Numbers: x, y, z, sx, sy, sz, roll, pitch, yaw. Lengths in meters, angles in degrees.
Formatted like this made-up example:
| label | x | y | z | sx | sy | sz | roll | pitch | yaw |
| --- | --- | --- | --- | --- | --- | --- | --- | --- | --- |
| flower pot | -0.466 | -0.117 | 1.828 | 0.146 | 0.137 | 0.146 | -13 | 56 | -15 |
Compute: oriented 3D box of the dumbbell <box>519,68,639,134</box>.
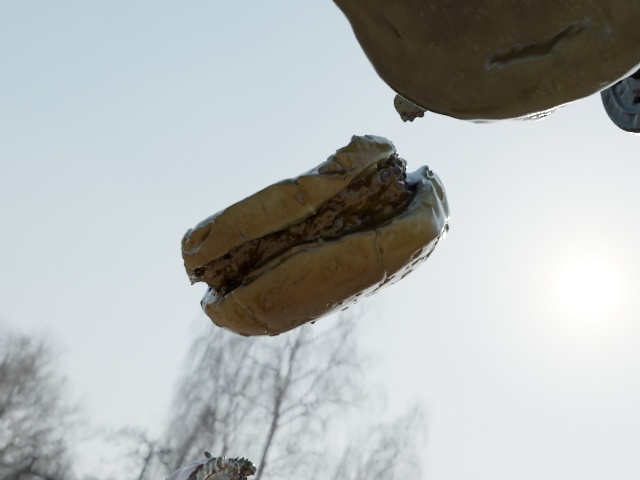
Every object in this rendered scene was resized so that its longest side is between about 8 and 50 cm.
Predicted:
| label | x | y | z | sx | sy | sz | roll | pitch | yaw |
| --- | --- | --- | --- | --- | --- | --- | --- | --- | --- |
| dumbbell | 0.265 | -0.180 | 0.997 | 0.325 | 0.143 | 0.143 | 4 | -20 | -21 |

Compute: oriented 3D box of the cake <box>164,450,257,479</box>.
| label | x | y | z | sx | sy | sz | roll | pitch | yaw |
| --- | --- | --- | --- | --- | --- | --- | --- | --- | --- |
| cake | -0.147 | 0.264 | 0.790 | 0.135 | 0.287 | 0.098 | -23 | -83 | 42 |

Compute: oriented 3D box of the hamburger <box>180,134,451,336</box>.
| label | x | y | z | sx | sy | sz | roll | pitch | yaw |
| --- | --- | --- | --- | --- | --- | --- | --- | --- | --- |
| hamburger | 0.001 | 0.000 | 0.992 | 0.259 | 0.283 | 0.145 | -28 | -87 | 12 |

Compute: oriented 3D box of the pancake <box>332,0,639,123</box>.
| label | x | y | z | sx | sy | sz | roll | pitch | yaw |
| --- | --- | --- | --- | --- | --- | --- | --- | --- | --- |
| pancake | 0.098 | -0.195 | 0.619 | 0.294 | 0.049 | 0.295 | 22 | -47 | 26 |

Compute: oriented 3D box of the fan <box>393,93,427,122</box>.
| label | x | y | z | sx | sy | sz | roll | pitch | yaw |
| --- | --- | --- | --- | --- | --- | --- | --- | --- | --- |
| fan | 0.134 | -0.226 | 1.599 | 0.056 | 0.004 | 0.083 | -21 | -84 | 36 |
